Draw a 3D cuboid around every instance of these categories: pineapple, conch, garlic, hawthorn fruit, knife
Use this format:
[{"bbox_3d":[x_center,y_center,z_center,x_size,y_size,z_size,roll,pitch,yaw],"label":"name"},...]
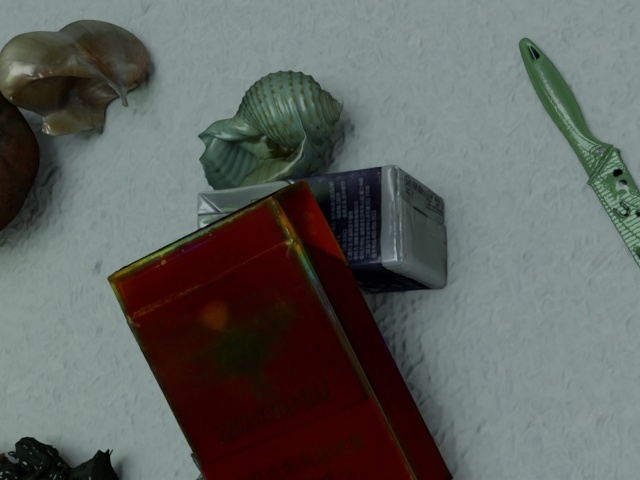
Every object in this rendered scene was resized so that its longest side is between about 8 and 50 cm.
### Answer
[{"bbox_3d":[-0.321,0.272,1.391,0.237,0.111,0.119,-8,105,17],"label":"pineapple"},{"bbox_3d":[-0.044,-0.103,1.349,0.153,0.102,0.135,-34,48,33],"label":"conch"},{"bbox_3d":[-0.278,-0.190,1.458,0.099,0.174,0.124,-27,75,52],"label":"garlic"},{"bbox_3d":[-0.454,-0.087,1.487,0.262,0.210,0.211,-14,71,40],"label":"hawthorn fruit"},{"bbox_3d":[0.267,-0.084,1.252,0.043,0.020,0.293,-30,68,14],"label":"knife"}]

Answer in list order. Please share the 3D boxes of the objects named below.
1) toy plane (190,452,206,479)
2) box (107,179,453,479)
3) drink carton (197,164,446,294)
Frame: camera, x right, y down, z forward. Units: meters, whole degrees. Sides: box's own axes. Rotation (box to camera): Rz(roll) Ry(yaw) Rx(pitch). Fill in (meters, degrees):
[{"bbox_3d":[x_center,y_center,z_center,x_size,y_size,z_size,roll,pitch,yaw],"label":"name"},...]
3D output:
[{"bbox_3d":[-0.107,0.200,1.329,0.135,0.062,0.188,-48,64,8],"label":"toy plane"},{"bbox_3d":[-0.038,0.127,1.198,0.197,0.089,0.313,-25,92,25],"label":"box"},{"bbox_3d":[0.000,0.000,1.288,0.222,0.134,0.102,-7,77,23],"label":"drink carton"}]
